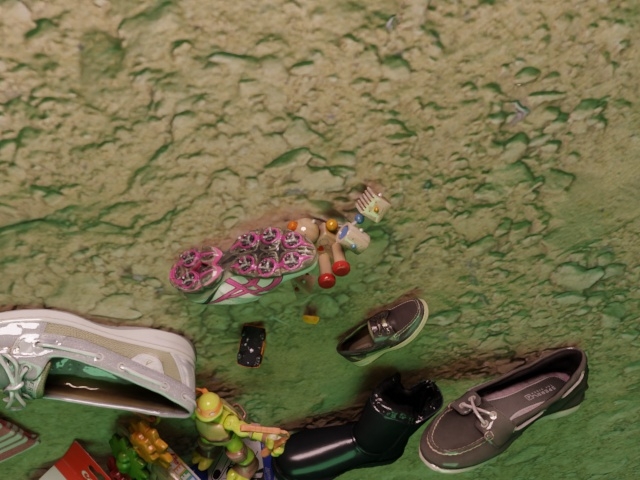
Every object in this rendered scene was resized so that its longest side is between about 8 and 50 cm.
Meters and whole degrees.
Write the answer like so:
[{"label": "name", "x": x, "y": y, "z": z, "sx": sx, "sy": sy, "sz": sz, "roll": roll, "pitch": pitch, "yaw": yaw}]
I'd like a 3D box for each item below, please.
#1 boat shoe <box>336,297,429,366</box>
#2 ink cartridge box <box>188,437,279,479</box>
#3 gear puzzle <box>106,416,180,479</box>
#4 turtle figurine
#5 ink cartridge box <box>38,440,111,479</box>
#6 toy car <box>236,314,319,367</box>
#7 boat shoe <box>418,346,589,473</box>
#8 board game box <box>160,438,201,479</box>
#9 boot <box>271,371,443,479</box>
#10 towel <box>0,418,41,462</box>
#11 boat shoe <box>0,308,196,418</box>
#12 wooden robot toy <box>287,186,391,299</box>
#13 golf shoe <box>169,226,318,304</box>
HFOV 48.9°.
[{"label": "boat shoe", "x": 0.085, "y": 0.129, "z": 0.988, "sx": 0.049, "sy": 0.056, "sz": 0.152, "roll": 23, "pitch": 126, "yaw": -39}, {"label": "ink cartridge box", "x": -0.166, "y": 0.411, "z": 1.183, "sx": 0.207, "sy": 0.097, "sz": 0.046, "roll": -31, "pitch": 134, "yaw": 18}, {"label": "gear puzzle", "x": -0.268, "y": 0.379, "z": 1.072, "sx": 0.044, "sy": 0.175, "sz": 0.338, "roll": -37, "pitch": 158, "yaw": -40}, {"label": "turtle figurine", "x": -0.168, "y": 0.280, "z": 1.060, "sx": 0.270, "sy": 0.087, "sz": 0.217, "roll": 8, "pitch": 140, "yaw": 9}, {"label": "ink cartridge box", "x": -0.389, "y": 0.422, "z": 1.116, "sx": 0.145, "sy": 0.045, "sz": 0.179, "roll": 45, "pitch": 124, "yaw": 7}, {"label": "toy car", "x": -0.055, "y": 0.140, "z": 0.966, "sx": 0.122, "sy": 0.060, "sz": 0.040, "roll": -10, "pitch": 169, "yaw": 6}, {"label": "boat shoe", "x": 0.289, "y": 0.250, "z": 1.094, "sx": 0.335, "sy": 0.112, "sz": 0.095, "roll": -15, "pitch": 123, "yaw": -29}, {"label": "board game box", "x": -0.229, "y": 0.384, "z": 1.109, "sx": 0.154, "sy": 0.026, "sz": 0.103, "roll": 43, "pitch": 137, "yaw": 8}, {"label": "boot", "x": 0.056, "y": 0.298, "z": 1.122, "sx": 0.247, "sy": 0.094, "sz": 0.207, "roll": -3, "pitch": 139, "yaw": -21}, {"label": "towel", "x": -0.523, "y": 0.278, "z": 1.012, "sx": 0.144, "sy": 0.029, "sz": 0.197, "roll": -24, "pitch": 138, "yaw": 11}, {"label": "boat shoe", "x": -0.313, "y": 0.167, "z": 0.891, "sx": 0.321, "sy": 0.103, "sz": 0.118, "roll": 12, "pitch": 131, "yaw": -25}, {"label": "wooden robot toy", "x": 0.000, "y": 0.000, "z": 0.828, "sx": 0.079, "sy": 0.076, "sz": 0.173, "roll": 32, "pitch": 121, "yaw": -24}, {"label": "golf shoe", "x": -0.081, "y": 0.035, "z": 0.836, "sx": 0.186, "sy": 0.067, "sz": 0.086, "roll": -11, "pitch": 146, "yaw": 23}]
